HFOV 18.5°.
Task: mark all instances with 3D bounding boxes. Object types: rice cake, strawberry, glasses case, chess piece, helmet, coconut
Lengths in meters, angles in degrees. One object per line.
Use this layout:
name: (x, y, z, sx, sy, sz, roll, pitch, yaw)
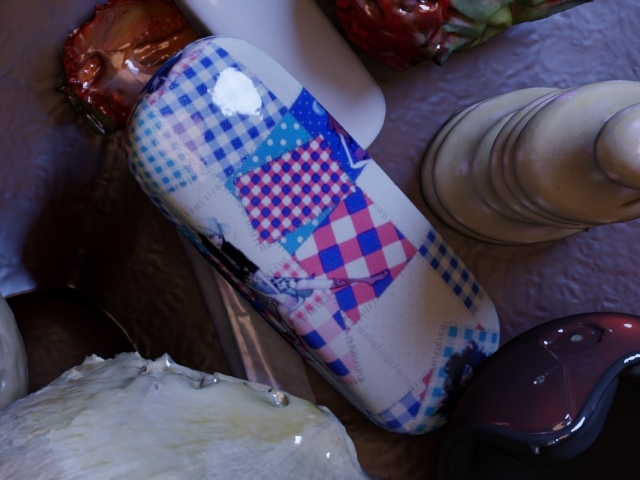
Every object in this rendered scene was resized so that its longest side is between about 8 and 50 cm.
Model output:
rice cake: (-0.046, 0.071, 1.374, 0.055, 0.049, 0.270, -22, 93, -29)
strawberry: (0.081, -0.219, 1.334, 0.187, 0.184, 0.201, -39, 69, 28)
glasses case: (-0.027, -0.133, 1.355, 0.074, 0.049, 0.193, -46, 114, -11)
strawberry: (-0.112, -0.129, 1.366, 0.152, 0.048, 0.104, -26, 97, -4)
glasses case: (0.000, 0.000, 1.332, 0.327, 0.076, 0.125, 47, 71, -24)
chess piece: (0.167, -0.054, 1.271, 0.139, 0.307, 0.124, 23, 86, -8)
helmet: (0.188, 0.146, 1.330, 0.216, 0.193, 0.189, -17, 114, 15)
coconut: (-0.104, 0.243, 1.210, 0.346, 0.346, 0.360, 41, 94, -6)

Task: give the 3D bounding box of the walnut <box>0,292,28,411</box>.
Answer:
walnut: (-0.264, 0.088, 1.303, 0.140, 0.140, 0.162, -1, 99, -8)
